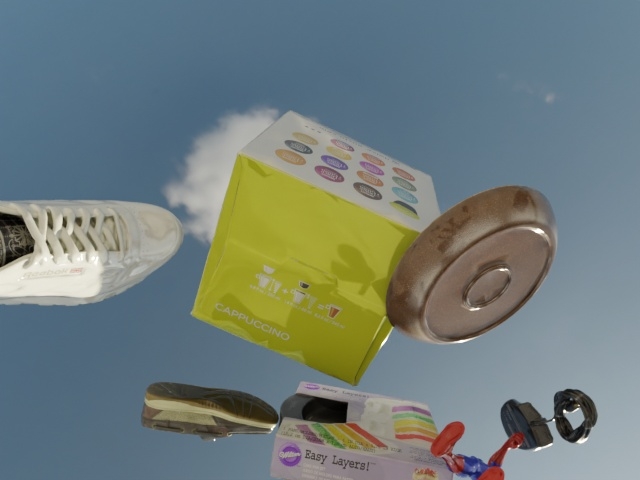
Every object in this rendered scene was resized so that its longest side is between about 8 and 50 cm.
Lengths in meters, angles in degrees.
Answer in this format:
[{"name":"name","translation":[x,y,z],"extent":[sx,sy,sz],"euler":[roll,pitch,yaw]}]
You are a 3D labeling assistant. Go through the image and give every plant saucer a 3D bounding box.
[{"name":"plant saucer","translation":[0.250,0.061,0.649],"extent":[0.310,0.311,0.050],"euler":[-23,-139,-7]}]

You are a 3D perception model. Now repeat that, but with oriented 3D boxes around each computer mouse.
[{"name":"computer mouse","translation":[0.299,0.233,0.546],"extent":[0.041,0.242,0.071],"euler":[-15,-118,-6]}]

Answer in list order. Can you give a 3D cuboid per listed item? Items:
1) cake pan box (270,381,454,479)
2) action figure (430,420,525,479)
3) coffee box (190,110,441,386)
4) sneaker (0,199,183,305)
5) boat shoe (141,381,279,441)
[{"name":"cake pan box","translation":[0.062,0.323,0.691],"extent":[0.266,0.246,0.070],"euler":[8,-92,7]},{"name":"action figure","translation":[0.251,0.298,0.532],"extent":[0.139,0.280,0.091],"euler":[-36,-141,-2]},{"name":"coffee box","translation":[0.000,0.000,0.808],"extent":[0.337,0.338,0.334],"euler":[24,-152,-2]},{"name":"sneaker","translation":[-0.208,0.006,0.319],"extent":[0.235,0.094,0.090],"euler":[-12,-97,-46]},{"name":"boat shoe","translation":[-0.184,0.295,0.695],"extent":[0.223,0.080,0.073],"euler":[17,-84,-15]}]
